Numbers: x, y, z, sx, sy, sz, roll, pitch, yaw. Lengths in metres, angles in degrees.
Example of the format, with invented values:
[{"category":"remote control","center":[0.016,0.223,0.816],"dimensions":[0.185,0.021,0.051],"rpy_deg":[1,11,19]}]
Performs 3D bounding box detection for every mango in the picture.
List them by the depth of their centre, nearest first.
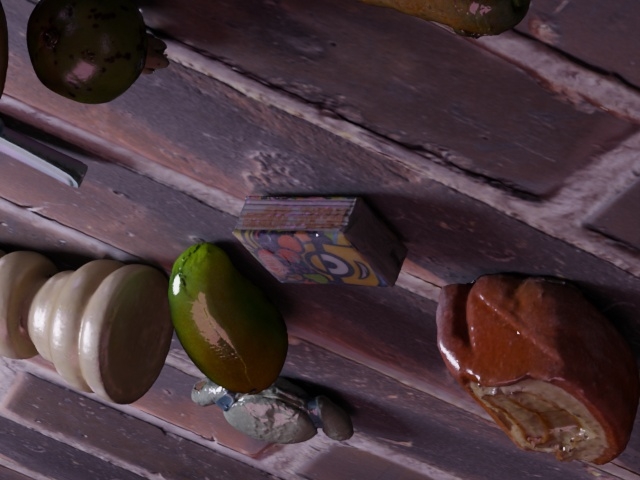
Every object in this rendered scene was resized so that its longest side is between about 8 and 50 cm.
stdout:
[{"category":"mango","center":[-0.104,0.093,2.193],"dimensions":[0.125,0.111,0.233],"rpy_deg":[-2,137,12]}]

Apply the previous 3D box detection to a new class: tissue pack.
[{"category":"tissue pack","center":[0.000,0.000,1.984],"dimensions":[0.148,0.060,0.108],"rpy_deg":[1,148,37]}]

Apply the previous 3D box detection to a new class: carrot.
[{"category":"carrot","center":[0.025,-0.224,1.527],"dimensions":[0.298,0.078,0.078],"rpy_deg":[16,155,21]}]

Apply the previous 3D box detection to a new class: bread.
[{"category":"bread","center":[0.245,0.142,2.026],"dimensions":[0.190,0.123,0.244],"rpy_deg":[-4,147,38]}]

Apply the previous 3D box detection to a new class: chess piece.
[{"category":"chess piece","center":[-0.339,0.081,2.293],"dimensions":[0.299,0.167,0.167],"rpy_deg":[13,154,25]}]

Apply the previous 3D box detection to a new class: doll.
[{"category":"doll","center":[-0.061,0.215,2.441],"dimensions":[0.214,0.071,0.103],"rpy_deg":[14,156,3]}]

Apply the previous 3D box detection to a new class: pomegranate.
[{"category":"pomegranate","center":[-0.196,-0.178,1.733],"dimensions":[0.114,0.114,0.142],"rpy_deg":[-1,177,36]}]

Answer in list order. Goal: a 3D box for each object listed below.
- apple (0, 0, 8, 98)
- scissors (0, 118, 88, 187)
[{"category":"apple","center":[-0.375,-0.232,1.718],"dimensions":[0.265,0.120,0.193],"rpy_deg":[29,130,8]},{"category":"scissors","center":[-0.366,-0.122,2.034],"dimensions":[0.256,0.030,0.125],"rpy_deg":[25,154,-4]}]
